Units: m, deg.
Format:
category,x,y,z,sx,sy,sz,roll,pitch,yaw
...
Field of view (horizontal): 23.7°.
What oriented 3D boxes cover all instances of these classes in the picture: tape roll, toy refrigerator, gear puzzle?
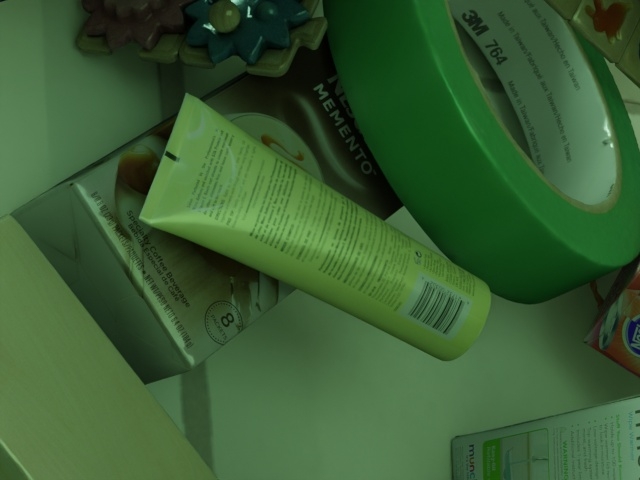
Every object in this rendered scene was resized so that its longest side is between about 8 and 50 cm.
category,x,y,z,sx,sy,sz,roll,pitch,yaw
tape roll,0.131,-0.112,1.139,0.321,0.077,0.321,38,38,-37
toy refrigerator,-0.158,0.128,0.915,0.269,0.094,0.102,54,49,-12
gear puzzle,-0.040,-0.260,1.083,0.044,0.175,0.339,71,35,-52

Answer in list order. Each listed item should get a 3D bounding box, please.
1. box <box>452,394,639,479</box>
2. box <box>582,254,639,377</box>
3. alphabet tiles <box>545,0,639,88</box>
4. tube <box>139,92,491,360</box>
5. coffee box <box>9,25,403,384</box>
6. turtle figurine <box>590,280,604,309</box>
category,x,y,z,sx,sy,sz,roll,pitch,yaw
box,0.209,0.252,1.053,0.127,0.231,0.262,11,69,-33
box,0.351,-0.013,1.221,0.154,0.142,0.300,33,52,6
alphabet tiles,0.252,-0.288,1.212,0.342,0.011,0.285,36,71,-28
tube,0.000,0.000,0.970,0.240,0.062,0.070,29,21,-24
coffee box,-0.063,-0.026,1.026,0.246,0.098,0.141,-38,100,-38
turtle figurine,0.356,0.093,1.302,0.270,0.087,0.217,-5,79,-37
